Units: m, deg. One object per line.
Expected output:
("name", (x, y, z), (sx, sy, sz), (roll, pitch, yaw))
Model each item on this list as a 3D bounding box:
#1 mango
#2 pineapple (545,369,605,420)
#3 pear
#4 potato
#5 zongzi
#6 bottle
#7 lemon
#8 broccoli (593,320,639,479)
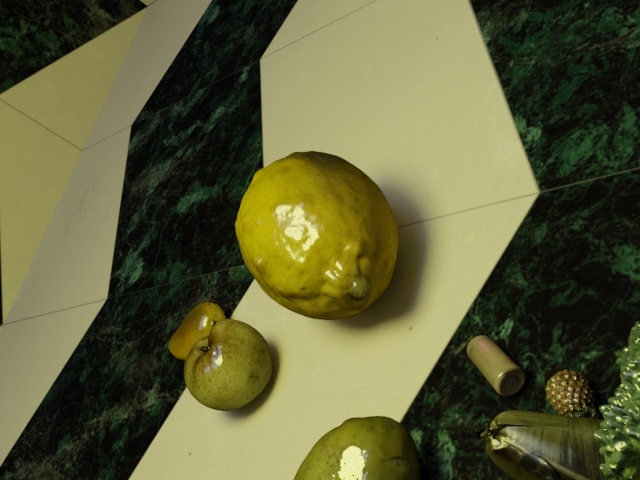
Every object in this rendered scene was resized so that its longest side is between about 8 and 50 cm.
("mango", (-0.252, 0.190, 1.830), (0.161, 0.076, 0.103), (-38, 41, 32))
("pineapple", (0.317, 0.210, 1.072), (0.058, 0.058, 0.124), (-47, 32, 14))
("pear", (-0.169, 0.229, 1.625), (0.167, 0.137, 0.167), (-36, 32, 27))
("potato", (0.042, 0.355, 1.222), (0.197, 0.149, 0.228), (-33, 35, 53))
("zongzi", (0.265, 0.292, 0.975), (0.205, 0.094, 0.204), (4, 75, 15))
("bottle", (0.238, 0.168, 1.227), (0.045, 0.045, 0.096), (-50, 31, 9))
("lemon", (-0.003, -0.003, 1.506), (0.285, 0.285, 0.316), (-34, 61, 31))
("broccoli", (0.433, 0.198, 0.784), (0.353, 0.397, 0.274), (-55, -9, -53))
